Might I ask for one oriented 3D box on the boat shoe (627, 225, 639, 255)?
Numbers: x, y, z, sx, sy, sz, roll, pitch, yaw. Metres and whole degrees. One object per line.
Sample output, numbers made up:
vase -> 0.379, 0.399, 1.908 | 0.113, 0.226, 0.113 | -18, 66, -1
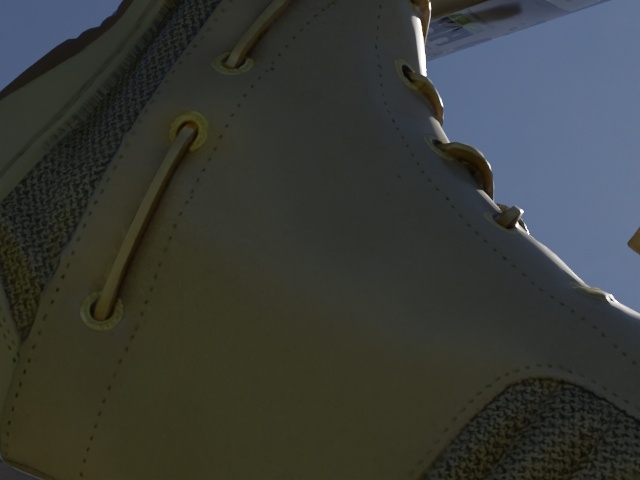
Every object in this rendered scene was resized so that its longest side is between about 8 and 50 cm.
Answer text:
boat shoe -> 0.292, -0.060, 1.150 | 0.059, 0.170, 0.063 | 22, -1, 10

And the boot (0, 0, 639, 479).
boot -> 0.032, -0.014, 0.392 | 0.203, 0.262, 0.095 | 32, -26, 22

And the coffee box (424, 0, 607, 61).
coffee box -> 0.152, -0.246, 1.013 | 0.297, 0.168, 0.119 | -16, -9, 21

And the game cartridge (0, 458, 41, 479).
game cartridge -> -0.158, 0.153, 1.456 | 0.355, 0.230, 0.068 | -9, -18, -5
